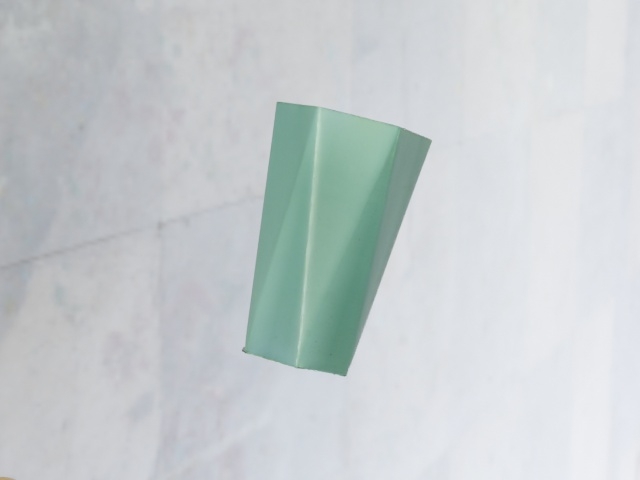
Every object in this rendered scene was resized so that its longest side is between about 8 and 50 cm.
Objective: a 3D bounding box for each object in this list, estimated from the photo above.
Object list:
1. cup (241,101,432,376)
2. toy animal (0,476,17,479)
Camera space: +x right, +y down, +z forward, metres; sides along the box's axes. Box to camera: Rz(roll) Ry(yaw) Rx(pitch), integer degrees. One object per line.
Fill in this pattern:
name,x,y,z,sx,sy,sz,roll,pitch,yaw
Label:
cup,0.000,0.000,1.357,0.134,0.148,0.235,81,25,-89
toy animal,-0.381,0.317,1.699,0.091,0.082,0.114,-42,109,-32
